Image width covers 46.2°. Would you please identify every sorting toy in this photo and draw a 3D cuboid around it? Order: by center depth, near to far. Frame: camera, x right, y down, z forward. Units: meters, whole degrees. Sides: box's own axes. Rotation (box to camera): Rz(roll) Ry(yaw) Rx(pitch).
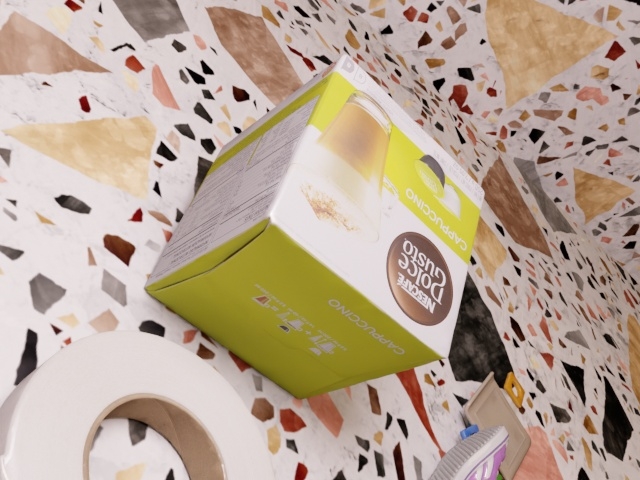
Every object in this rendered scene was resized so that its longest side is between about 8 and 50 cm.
[{"bbox_3d":[0.377,0.406,1.626,0.347,0.047,0.196,-27,89,-56],"label":"sorting toy"}]

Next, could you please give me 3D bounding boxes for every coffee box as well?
[{"bbox_3d":[0.000,0.000,1.166,0.337,0.338,0.335,39,50,-22],"label":"coffee box"}]

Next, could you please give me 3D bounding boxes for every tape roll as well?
[{"bbox_3d":[-0.215,0.296,0.913,0.392,0.072,0.392,35,36,-30],"label":"tape roll"}]

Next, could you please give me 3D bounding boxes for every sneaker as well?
[{"bbox_3d":[0.286,0.470,1.381,0.282,0.102,0.161,-33,91,-41],"label":"sneaker"}]
